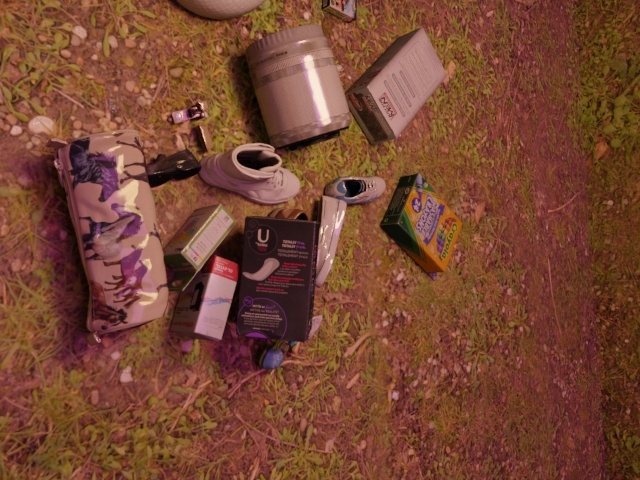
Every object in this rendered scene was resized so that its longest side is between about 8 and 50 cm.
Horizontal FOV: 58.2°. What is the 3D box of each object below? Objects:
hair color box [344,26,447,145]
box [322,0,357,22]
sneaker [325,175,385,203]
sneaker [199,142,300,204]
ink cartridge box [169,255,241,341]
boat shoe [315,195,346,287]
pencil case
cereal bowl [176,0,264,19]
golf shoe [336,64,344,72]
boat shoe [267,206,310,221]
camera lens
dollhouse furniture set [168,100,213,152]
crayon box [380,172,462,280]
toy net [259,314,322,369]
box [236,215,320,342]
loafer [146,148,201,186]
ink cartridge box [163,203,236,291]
[{"bbox_3d":[0.243,-0.489,1.813,0.185,0.113,0.374,54,54,-23],"label":"hair color box"},{"bbox_3d":[0.060,-0.775,1.728,0.114,0.036,0.207,8,81,-41],"label":"box"},{"bbox_3d":[0.119,-0.151,1.688,0.237,0.086,0.085,-12,92,-43],"label":"sneaker"},{"bbox_3d":[-0.129,-0.159,1.412,0.292,0.169,0.108,7,79,-42],"label":"sneaker"},{"bbox_3d":[-0.259,0.130,1.292,0.072,0.127,0.175,25,69,-35],"label":"ink cartridge box"},{"bbox_3d":[0.000,0.000,1.577,0.084,0.095,0.258,18,68,-10],"label":"boat shoe"},{"bbox_3d":[-0.416,-0.009,1.146,0.183,0.159,0.411,-11,93,-32],"label":"pencil case"},{"bbox_3d":[-0.223,-0.699,1.334,0.338,0.141,0.339,-6,103,-29],"label":"cereal bowl"},{"bbox_3d":[-0.005,-0.488,1.625,0.176,0.069,0.086,-29,99,-41],"label":"golf shoe"},{"bbox_3d":[-0.091,0.069,1.456,0.123,0.116,0.325,12,78,-40],"label":"boat shoe"},{"bbox_3d":[-0.053,-0.379,1.465,0.219,0.219,0.275,-25,103,-40],"label":"camera lens"},{"bbox_3d":[-0.298,-0.256,1.337,0.081,0.091,0.115,-23,104,-25],"label":"dollhouse furniture set"},{"bbox_3d":[0.350,-0.038,1.886,0.323,0.083,0.203,42,60,-31],"label":"crayon box"},{"bbox_3d":[-0.071,0.239,1.485,0.232,0.045,0.122,-38,144,-48],"label":"toy net"},{"bbox_3d":[-0.094,0.083,1.334,0.143,0.165,0.271,-31,126,-85],"label":"box"},{"bbox_3d":[-0.353,-0.164,1.293,0.170,0.062,0.061,-20,77,-44],"label":"loafer"},{"bbox_3d":[-0.290,0.015,1.289,0.062,0.108,0.209,49,57,-27],"label":"ink cartridge box"}]
